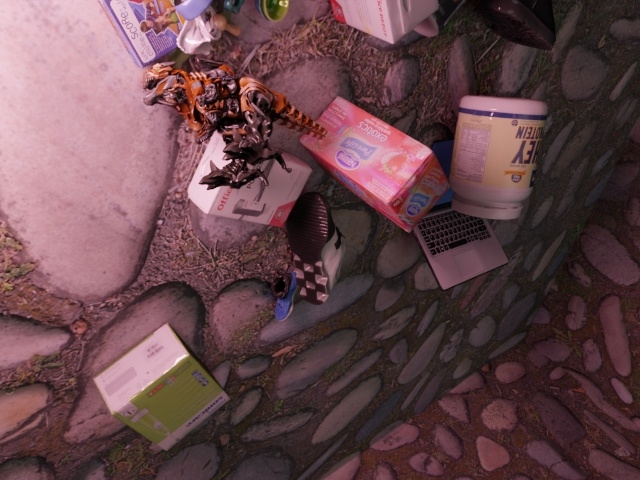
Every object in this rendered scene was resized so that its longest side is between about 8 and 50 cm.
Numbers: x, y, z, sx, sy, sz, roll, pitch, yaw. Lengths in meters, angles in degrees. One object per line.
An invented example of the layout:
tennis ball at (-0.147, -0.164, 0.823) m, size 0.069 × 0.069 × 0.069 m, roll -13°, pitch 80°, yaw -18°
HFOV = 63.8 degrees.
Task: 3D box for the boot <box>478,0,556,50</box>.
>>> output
boot at (0.577, -0.733, 1.264) m, size 0.367 × 0.146 × 0.444 m, roll -4°, pitch 117°, yaw -56°

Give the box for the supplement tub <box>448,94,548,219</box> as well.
supplement tub at (0.496, -0.241, 1.468) m, size 0.236 × 0.236 × 0.324 m, roll -12°, pitch 114°, yaw -40°

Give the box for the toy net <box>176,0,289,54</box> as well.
toy net at (-0.143, -0.387, 0.846) m, size 0.232 × 0.045 × 0.122 m, roll -47°, pitch 150°, yaw -28°

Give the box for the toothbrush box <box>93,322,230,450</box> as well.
toothbrush box at (-0.379, 0.368, 1.268) m, size 0.206 × 0.122 × 0.283 m, roll -38°, pitch 142°, yaw -15°

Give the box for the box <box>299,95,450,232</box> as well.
box at (0.116, -0.172, 1.136) m, size 0.142 × 0.300 × 0.154 m, roll -49°, pitch 145°, yaw -1°

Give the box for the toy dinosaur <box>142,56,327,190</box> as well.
toy dinosaur at (-0.138, -0.219, 0.899) m, size 0.322 × 0.218 × 0.164 m, roll -2°, pitch 161°, yaw -8°

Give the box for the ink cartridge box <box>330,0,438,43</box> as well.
ink cartridge box at (0.112, -0.476, 0.959) m, size 0.127 × 0.176 × 0.128 m, roll -40°, pitch 144°, yaw -12°

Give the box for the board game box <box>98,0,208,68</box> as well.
board game box at (-0.267, -0.382, 0.773) m, size 0.136 × 0.035 × 0.201 m, roll -38°, pitch 143°, yaw -15°

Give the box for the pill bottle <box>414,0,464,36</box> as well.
pill bottle at (0.273, -0.568, 1.085) m, size 0.245 × 0.130 × 0.130 m, roll -51°, pitch 144°, yaw 2°

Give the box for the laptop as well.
laptop at (0.495, -0.102, 1.665) m, size 0.382 × 0.407 × 0.236 m, roll -15°, pitch 166°, yaw -37°

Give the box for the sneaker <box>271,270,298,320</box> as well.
sneaker at (-0.108, 0.154, 1.406) m, size 0.085 × 0.058 × 0.152 m, roll 1°, pitch 118°, yaw -53°

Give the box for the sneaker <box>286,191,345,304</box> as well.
sneaker at (0.000, 0.000, 1.351) m, size 0.146 × 0.123 × 0.330 m, roll -44°, pitch 145°, yaw -43°

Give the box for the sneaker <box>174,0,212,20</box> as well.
sneaker at (-0.174, -0.443, 0.753) m, size 0.091 × 0.082 × 0.232 m, roll 29°, pitch 78°, yaw -45°

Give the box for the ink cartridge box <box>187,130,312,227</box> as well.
ink cartridge box at (-0.146, -0.125, 1.087) m, size 0.218 × 0.092 × 0.158 m, roll 10°, pitch 114°, yaw -48°
